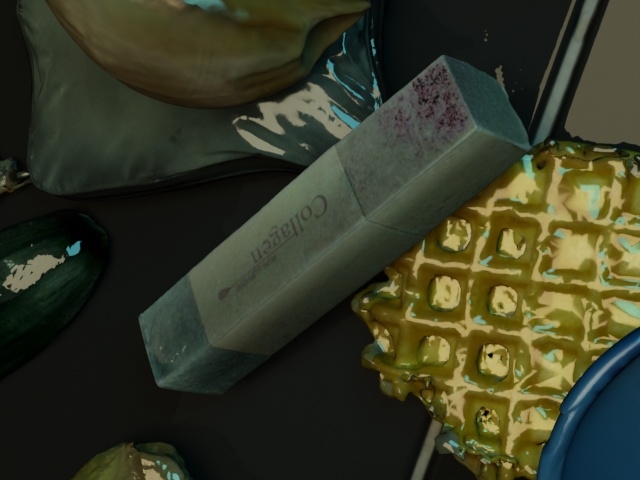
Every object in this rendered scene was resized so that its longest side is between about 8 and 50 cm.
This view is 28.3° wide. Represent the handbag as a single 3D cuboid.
[{"bbox_3d":[-0.087,-0.133,0.942,0.332,0.075,0.192,-4,88,26],"label":"handbag"}]

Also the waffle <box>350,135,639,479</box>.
[{"bbox_3d":[0.153,0.038,0.854,0.280,0.060,0.262,-40,78,19],"label":"waffle"}]

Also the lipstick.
[{"bbox_3d":[0.000,0.000,0.874,0.317,0.068,0.066,-39,55,30],"label":"lipstick"}]

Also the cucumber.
[{"bbox_3d":[-0.278,0.052,1.033,0.244,0.063,0.115,-35,80,18],"label":"cucumber"}]

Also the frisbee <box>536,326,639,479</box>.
[{"bbox_3d":[0.248,0.141,0.789,0.242,0.045,0.242,-3,108,-8],"label":"frisbee"}]

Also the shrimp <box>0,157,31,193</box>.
[{"bbox_3d":[-0.355,-0.152,1.048,0.185,0.068,0.287,-20,87,24],"label":"shrimp"}]

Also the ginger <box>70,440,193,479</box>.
[{"bbox_3d":[-0.118,0.255,0.974,0.137,0.074,0.213,-42,84,19],"label":"ginger"}]

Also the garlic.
[{"bbox_3d":[-0.110,-0.229,0.873,0.196,0.151,0.338,-17,60,-11],"label":"garlic"}]
